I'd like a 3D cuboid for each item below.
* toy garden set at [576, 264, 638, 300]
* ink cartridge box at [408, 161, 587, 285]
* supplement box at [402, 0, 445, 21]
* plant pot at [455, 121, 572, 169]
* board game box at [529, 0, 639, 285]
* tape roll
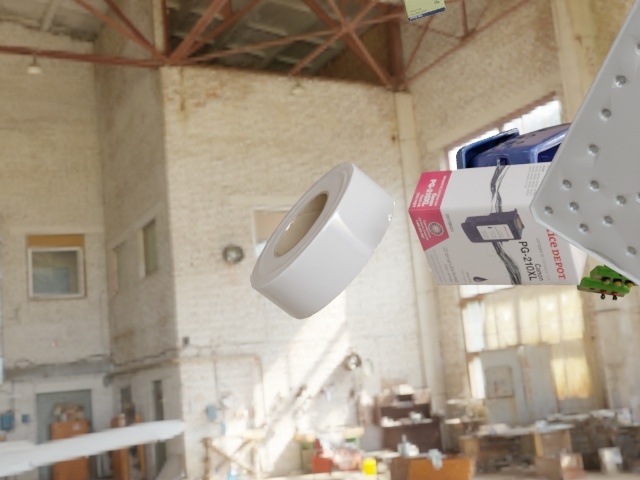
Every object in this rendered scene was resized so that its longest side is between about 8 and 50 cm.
[{"bbox_3d":[0.691,0.084,1.838,0.204,0.049,0.244,9,-25,-6],"label":"toy garden set"},{"bbox_3d":[0.279,-0.021,1.345,0.237,0.100,0.172,-2,-47,28],"label":"ink cartridge box"},{"bbox_3d":[0.217,-0.528,1.870,0.083,0.083,0.056,-16,24,5],"label":"supplement box"},{"bbox_3d":[0.408,-0.106,1.745,0.236,0.236,0.212,-23,23,-40],"label":"plant pot"},{"bbox_3d":[0.430,-0.068,0.775,0.050,0.390,0.390,-42,-22,-40],"label":"board game box"},{"bbox_3d":[0.000,0.000,1.536,0.100,0.286,0.286,38,-27,-16],"label":"tape roll"}]
